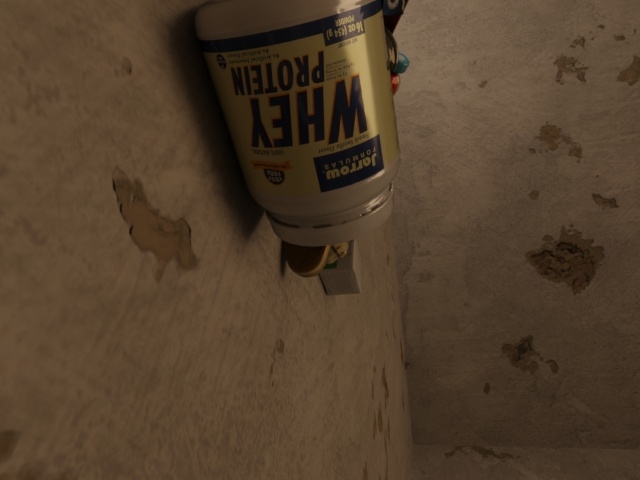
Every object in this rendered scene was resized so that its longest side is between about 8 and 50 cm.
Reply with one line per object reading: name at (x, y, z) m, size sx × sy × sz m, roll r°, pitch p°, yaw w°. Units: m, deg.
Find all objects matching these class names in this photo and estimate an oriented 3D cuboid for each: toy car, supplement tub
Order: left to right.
supplement tub at (-0.015, -0.179, 0.641) m, size 0.235 × 0.236 × 0.324 m, roll -74°, pitch 155°, yaw -55°
toy car at (0.146, -0.586, 1.615) m, size 0.238 × 0.219 × 0.210 m, roll -23°, pitch 70°, yaw -37°

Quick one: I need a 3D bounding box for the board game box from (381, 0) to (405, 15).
board game box at (0.049, -0.458, 0.705) m, size 0.243 × 0.042 × 0.165 m, roll 45°, pitch -38°, yaw 44°

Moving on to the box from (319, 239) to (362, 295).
box at (0.052, 0.065, 1.120) m, size 0.102 × 0.087 × 0.101 m, roll 70°, pitch 20°, yaw -46°

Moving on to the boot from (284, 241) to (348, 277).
boot at (0.000, 0.000, 0.937) m, size 0.203 × 0.095 × 0.261 m, roll 69°, pitch 17°, yaw -50°

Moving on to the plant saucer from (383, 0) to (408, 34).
plant saucer at (0.134, -0.674, 1.289) m, size 0.258 × 0.048 × 0.259 m, roll 52°, pitch -27°, yaw 11°

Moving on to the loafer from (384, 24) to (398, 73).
loafer at (0.127, -0.570, 1.257) m, size 0.087 × 0.094 × 0.251 m, roll -33°, pitch 97°, yaw -29°
